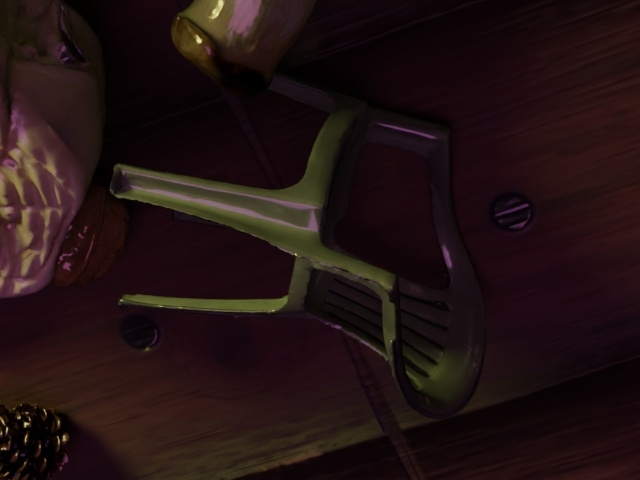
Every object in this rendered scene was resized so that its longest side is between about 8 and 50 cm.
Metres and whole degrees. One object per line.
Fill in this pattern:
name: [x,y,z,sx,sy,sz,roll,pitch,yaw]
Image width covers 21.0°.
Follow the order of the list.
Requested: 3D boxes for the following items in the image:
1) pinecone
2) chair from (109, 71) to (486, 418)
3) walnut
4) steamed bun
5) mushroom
pinecone: [-0.259,0.176,1.482,0.077,0.083,0.077,-1,88,41]
chair: [0.000,0.000,1.293,0.274,0.203,0.191,15,130,9]
walnut: [-0.195,-0.007,1.378,0.079,0.082,0.096,17,122,-34]
steamed bun: [-0.292,-0.119,1.250,0.275,0.206,0.320,-7,138,11]
mushroom: [-0.023,-0.263,1.206,0.087,0.107,0.333,18,99,17]
